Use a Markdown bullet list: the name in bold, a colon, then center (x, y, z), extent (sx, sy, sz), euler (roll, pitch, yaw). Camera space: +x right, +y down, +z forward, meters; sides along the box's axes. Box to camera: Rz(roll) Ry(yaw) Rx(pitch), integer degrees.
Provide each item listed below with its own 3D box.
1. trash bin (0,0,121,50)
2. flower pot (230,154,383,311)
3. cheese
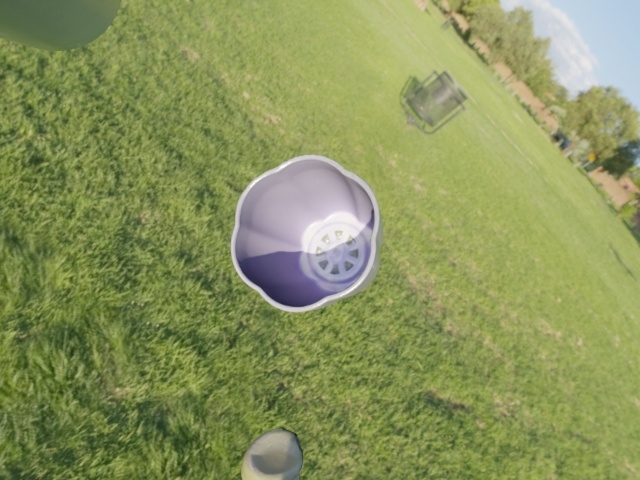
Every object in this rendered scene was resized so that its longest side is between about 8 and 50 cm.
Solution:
- **trash bin**: center (-0.415, -0.388, 0.565), extent (0.280, 0.280, 0.432), euler (44, 3, -15)
- **flower pot**: center (0.000, 0.000, 0.884), extent (0.264, 0.265, 0.243), euler (60, 10, 15)
- **cheese**: center (-0.073, 0.346, 0.682), extent (0.171, 0.093, 0.047), euler (-76, 166, -66)
